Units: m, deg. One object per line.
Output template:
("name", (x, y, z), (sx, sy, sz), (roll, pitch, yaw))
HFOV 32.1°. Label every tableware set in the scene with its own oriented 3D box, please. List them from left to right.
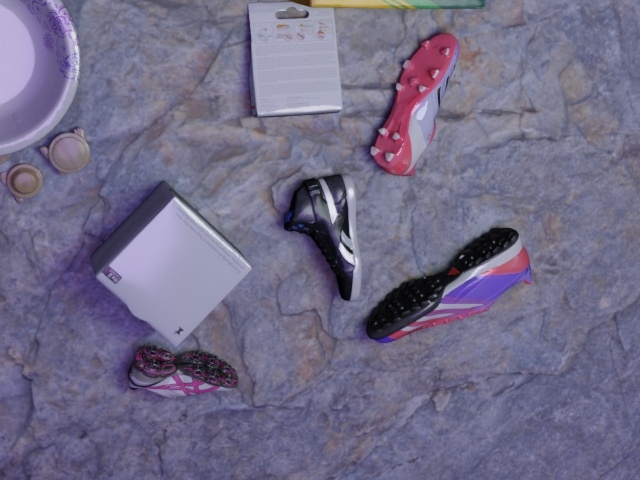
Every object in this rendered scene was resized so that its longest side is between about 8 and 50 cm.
("tableware set", (-0.448, -0.142, 1.719), (0.168, 0.020, 0.141), (-34, 112, -4))

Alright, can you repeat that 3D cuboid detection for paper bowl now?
("paper bowl", (-0.491, -0.269, 1.600), (0.284, 0.148, 0.284), (-5, 107, -15))

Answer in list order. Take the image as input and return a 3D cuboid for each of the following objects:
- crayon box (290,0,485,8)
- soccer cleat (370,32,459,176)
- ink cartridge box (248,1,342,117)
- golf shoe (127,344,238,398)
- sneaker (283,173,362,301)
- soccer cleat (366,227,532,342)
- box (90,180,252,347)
("crayon box", (0.066, -0.400, 1.692), (0.322, 0.203, 0.083), (-2, 106, -15))
("soccer cleat", (0.167, -0.223, 1.849), (0.095, 0.083, 0.248), (22, 94, -50))
("ink cartridge box", (-0.045, -0.291, 1.790), (0.145, 0.045, 0.179), (-5, 89, -14))
("golf shoe", (-0.231, 0.229, 1.871), (0.186, 0.067, 0.086), (13, 128, -19))
("sneaker", (0.000, 0.000, 1.862), (0.121, 0.079, 0.217), (-6, 99, -11))
("soccer cleat", (0.229, 0.103, 1.939), (0.318, 0.108, 0.116), (-33, 116, -7))
("box", (-0.240, 0.036, 1.776), (0.182, 0.119, 0.181), (-45, 113, 0))
